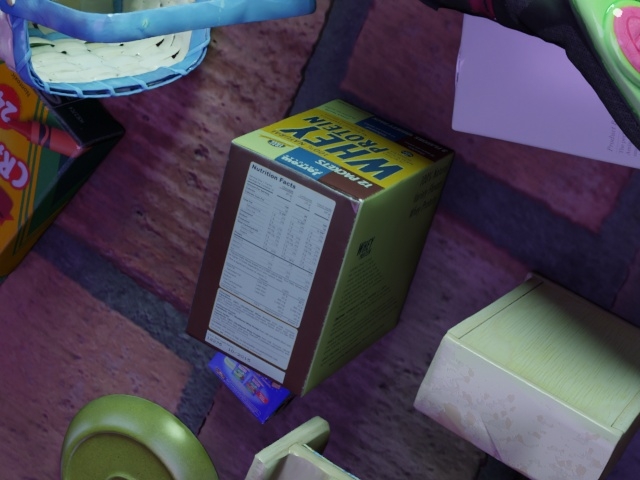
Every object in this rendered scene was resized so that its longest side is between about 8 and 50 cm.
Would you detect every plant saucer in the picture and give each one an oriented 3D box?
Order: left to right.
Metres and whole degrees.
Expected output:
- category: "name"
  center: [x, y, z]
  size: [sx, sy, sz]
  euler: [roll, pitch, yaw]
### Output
- category: "plant saucer"
  center: [-0.224, 0.302, 1.528]
  size: [0.241, 0.037, 0.241]
  euler: [10, 110, 28]

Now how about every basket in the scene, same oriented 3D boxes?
- category: "basket"
  center: [-0.180, -0.234, 1.208]
  size: [0.289, 0.254, 0.201]
  euler: [18, 114, 45]

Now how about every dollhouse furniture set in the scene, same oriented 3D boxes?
- category: "dollhouse furniture set"
  center: [0.142, 0.256, 1.143]
  size: [0.362, 0.256, 0.394]
  euler: [30, 112, 20]

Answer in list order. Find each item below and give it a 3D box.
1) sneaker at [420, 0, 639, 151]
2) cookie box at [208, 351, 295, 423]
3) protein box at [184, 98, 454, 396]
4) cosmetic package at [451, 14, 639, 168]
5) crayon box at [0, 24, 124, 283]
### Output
- category: "sneaker"
  center: [0.171, -0.244, 1.001]
  size: [0.483, 0.185, 0.202]
  euler: [54, 159, 11]
- category: "cookie box"
  center: [-0.055, 0.126, 1.370]
  size: [0.092, 0.040, 0.107]
  euler: [46, 123, 10]
- category: "protein box"
  center: [0.000, 0.000, 1.201]
  size: [0.136, 0.200, 0.201]
  euler: [27, 117, 20]
- category: "cosmetic package"
  center: [0.236, -0.134, 1.093]
  size: [0.231, 0.085, 0.117]
  euler: [17, 113, 27]
- category: "crayon box"
  center: [-0.387, -0.087, 1.471]
  size: [0.202, 0.081, 0.318]
  euler: [49, 123, 7]
